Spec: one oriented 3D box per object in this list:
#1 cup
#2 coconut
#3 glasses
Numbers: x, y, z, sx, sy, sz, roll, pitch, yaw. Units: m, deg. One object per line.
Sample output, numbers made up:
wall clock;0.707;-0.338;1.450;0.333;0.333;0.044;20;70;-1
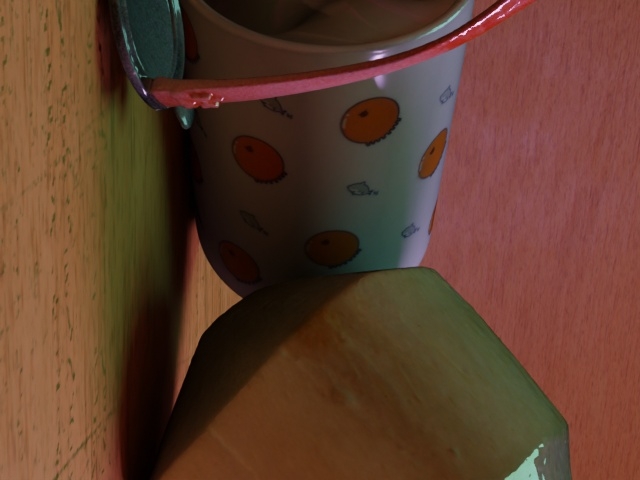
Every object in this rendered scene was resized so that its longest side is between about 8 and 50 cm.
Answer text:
cup;-0.004;-0.092;0.934;0.317;0.212;0.212;94;2;-48
coconut;0.018;0.167;0.863;0.323;0.323;0.323;4;90;-88
glasses;0.015;-0.184;0.651;0.118;0.268;0.234;39;55;-64
